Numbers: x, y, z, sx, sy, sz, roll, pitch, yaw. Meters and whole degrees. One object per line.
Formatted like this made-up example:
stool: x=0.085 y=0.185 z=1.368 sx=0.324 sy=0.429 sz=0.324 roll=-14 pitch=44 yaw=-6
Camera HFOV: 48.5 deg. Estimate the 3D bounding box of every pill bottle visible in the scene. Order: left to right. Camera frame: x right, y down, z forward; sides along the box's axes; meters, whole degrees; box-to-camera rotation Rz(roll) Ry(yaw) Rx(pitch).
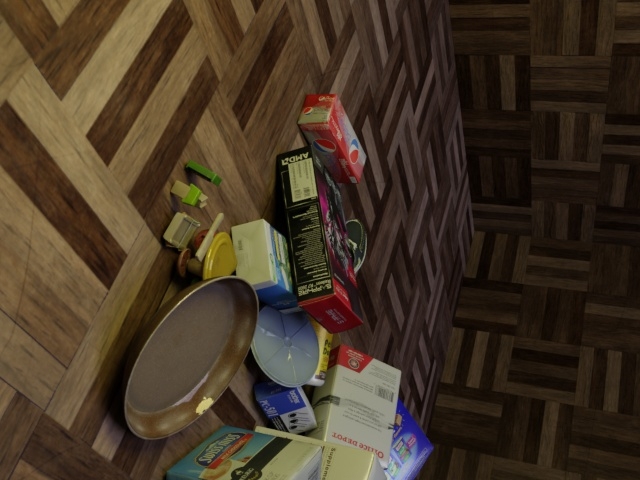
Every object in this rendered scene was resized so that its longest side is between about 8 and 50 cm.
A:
pill bottle: x=-0.030 y=0.239 z=1.728 sx=0.117 sy=0.117 sz=0.215 roll=35 pitch=64 yaw=-66

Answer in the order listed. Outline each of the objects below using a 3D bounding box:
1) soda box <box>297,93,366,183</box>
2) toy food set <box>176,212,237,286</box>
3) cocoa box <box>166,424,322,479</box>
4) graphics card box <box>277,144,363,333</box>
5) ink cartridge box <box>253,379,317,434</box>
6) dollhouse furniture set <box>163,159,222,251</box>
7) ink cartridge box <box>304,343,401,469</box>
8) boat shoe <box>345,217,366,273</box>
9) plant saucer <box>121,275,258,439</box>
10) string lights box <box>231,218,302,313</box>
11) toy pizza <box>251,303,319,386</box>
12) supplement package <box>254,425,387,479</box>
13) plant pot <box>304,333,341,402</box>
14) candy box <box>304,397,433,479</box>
soda box: x=0.034 y=-0.251 z=1.783 sx=0.263 sy=0.083 sz=0.092 roll=56 pitch=44 yaw=-55
toy food set: x=-0.208 y=0.047 z=1.273 sx=0.218 sy=0.071 sz=0.128 roll=83 pitch=19 yaw=-49
cocoa box: x=-0.147 y=0.575 z=1.370 sx=0.231 sy=0.227 sz=0.347 roll=-21 pitch=116 yaw=-67
graphics card box: x=0.000 y=0.000 z=1.606 sx=0.233 sy=0.094 sz=0.371 roll=50 pitch=27 yaw=-61
ink cartridge box: x=-0.079 y=0.390 z=1.667 sx=0.207 sy=0.097 sz=0.046 roll=71 pitch=1 yaw=-48
dollhouse furniture set: x=-0.238 y=-0.061 z=1.242 sx=0.152 sy=0.058 sz=0.076 roll=-61 pitch=163 yaw=-5
ink cartridge box: x=0.083 y=0.437 z=1.822 sx=0.114 sy=0.197 sz=0.273 roll=-41 pitch=-151 yaw=48
boat shoe: x=0.057 y=0.048 z=1.888 sx=0.091 sy=0.114 sz=0.303 roll=104 pitch=5 yaw=-55
plant saucer: x=-0.223 y=0.189 z=1.203 sx=0.310 sy=0.050 sz=0.311 roll=-42 pitch=149 yaw=-33
string lights box: x=-0.098 y=0.063 z=1.515 sx=0.259 sy=0.076 sz=0.133 roll=42 pitch=36 yaw=-65
toy pizza: x=-0.083 y=0.234 z=1.602 sx=0.201 sy=0.032 sz=0.201 roll=24 pitch=52 yaw=-34
supplement package: x=-0.019 y=0.558 z=1.607 sx=0.178 sy=0.292 sz=0.175 roll=69 pitch=34 yaw=-51
plant pot: x=0.014 y=0.338 z=1.992 sx=0.236 sy=0.032 sz=0.237 roll=5 pitch=90 yaw=-69
candy box: x=0.135 y=0.551 z=1.978 sx=0.268 sy=0.122 sz=0.317 roll=-42 pitch=103 yaw=-40
